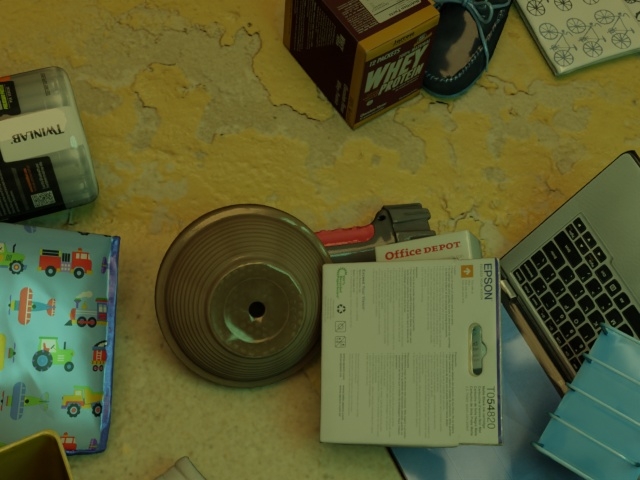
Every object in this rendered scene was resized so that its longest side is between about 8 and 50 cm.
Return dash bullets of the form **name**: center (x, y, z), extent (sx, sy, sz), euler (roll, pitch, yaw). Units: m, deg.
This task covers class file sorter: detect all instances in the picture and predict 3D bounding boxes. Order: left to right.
- **file sorter**: center (0.331, 0.193, 1.134), extent (0.118, 0.104, 0.170), euler (30, 89, 25)

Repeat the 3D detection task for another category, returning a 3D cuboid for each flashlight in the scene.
- **flashlight**: center (0.000, 0.000, 1.354), extent (0.304, 0.103, 0.103), euler (-9, 28, -12)

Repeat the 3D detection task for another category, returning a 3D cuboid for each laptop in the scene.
- **laptop**: center (0.291, 0.161, 1.224), extent (0.236, 0.408, 0.382), euler (-5, 58, -46)

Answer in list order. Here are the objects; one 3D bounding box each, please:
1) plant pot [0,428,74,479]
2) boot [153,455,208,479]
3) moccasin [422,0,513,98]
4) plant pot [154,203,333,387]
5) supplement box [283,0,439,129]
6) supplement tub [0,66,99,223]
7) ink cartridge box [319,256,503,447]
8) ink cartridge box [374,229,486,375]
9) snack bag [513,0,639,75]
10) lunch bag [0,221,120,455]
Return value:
- **plant pot**: center (-0.344, 0.363, 1.085), extent (0.212, 0.187, 0.212), euler (-21, 67, -15)
- **boot**: center (-0.112, 0.367, 1.152), extent (0.258, 0.095, 0.123), euler (42, 74, 17)
- **moccasin**: center (0.233, -0.386, 1.542), extent (0.138, 0.117, 0.342), euler (18, 71, 12)
- **plant pot**: center (-0.087, 0.075, 1.236), extent (0.237, 0.110, 0.237), euler (-1, 96, -10)
- **supplement box**: center (0.053, -0.309, 1.461), extent (0.129, 0.191, 0.194), euler (-30, 68, -18)
- **supplement tub**: center (-0.468, -0.106, 1.312), extent (0.316, 0.193, 0.193), euler (-16, 65, -13)
- **ink cartridge box**: center (0.110, 0.134, 1.185), extent (0.224, 0.045, 0.223), euler (-2, 78, 21)
- **ink cartridge box**: center (0.144, 0.085, 1.249), extent (0.127, 0.072, 0.175), euler (-12, 74, 20)
- **snack bag**: center (0.473, -0.436, 1.649), extent (0.343, 0.037, 0.323), euler (-16, 65, -13)
- **lunch bag**: center (-0.369, 0.137, 1.209), extent (0.221, 0.138, 0.293), euler (7, 69, -30)
